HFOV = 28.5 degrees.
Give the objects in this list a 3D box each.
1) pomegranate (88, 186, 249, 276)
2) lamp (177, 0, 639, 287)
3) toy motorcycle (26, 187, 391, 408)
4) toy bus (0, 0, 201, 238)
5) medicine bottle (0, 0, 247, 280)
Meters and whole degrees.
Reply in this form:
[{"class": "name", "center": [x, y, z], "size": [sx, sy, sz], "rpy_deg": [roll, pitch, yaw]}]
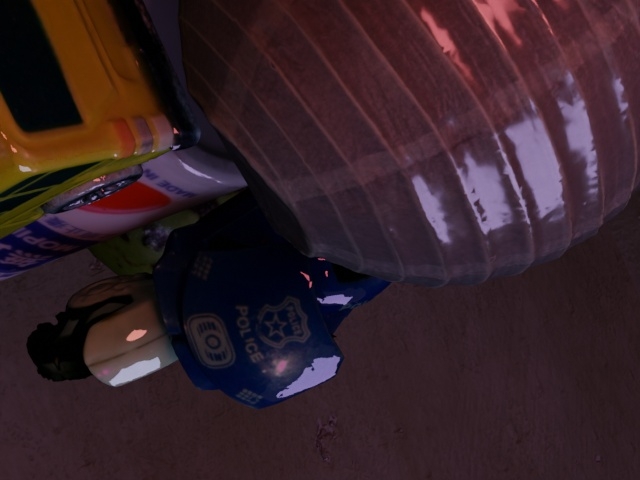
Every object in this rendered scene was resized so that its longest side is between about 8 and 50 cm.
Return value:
[{"class": "pomegranate", "center": [-0.088, -0.078, 0.901], "size": [0.214, 0.214, 0.247], "rpy_deg": [-25, 146, -40]}, {"class": "lamp", "center": [0.054, -0.098, 0.540], "size": [0.233, 0.233, 0.265], "rpy_deg": [-24, 163, -5]}, {"class": "toy motorcycle", "center": [0.000, 0.000, 0.718], "size": [0.331, 0.125, 0.196], "rpy_deg": [-28, -161, -30]}, {"class": "toy bus", "center": [-0.203, -0.039, 0.543], "size": [0.262, 0.128, 0.150], "rpy_deg": [-25, 180, 27]}, {"class": "medicine bottle", "center": [-0.180, -0.047, 0.714], "size": [0.341, 0.130, 0.130], "rpy_deg": [-17, -175, 37]}]
